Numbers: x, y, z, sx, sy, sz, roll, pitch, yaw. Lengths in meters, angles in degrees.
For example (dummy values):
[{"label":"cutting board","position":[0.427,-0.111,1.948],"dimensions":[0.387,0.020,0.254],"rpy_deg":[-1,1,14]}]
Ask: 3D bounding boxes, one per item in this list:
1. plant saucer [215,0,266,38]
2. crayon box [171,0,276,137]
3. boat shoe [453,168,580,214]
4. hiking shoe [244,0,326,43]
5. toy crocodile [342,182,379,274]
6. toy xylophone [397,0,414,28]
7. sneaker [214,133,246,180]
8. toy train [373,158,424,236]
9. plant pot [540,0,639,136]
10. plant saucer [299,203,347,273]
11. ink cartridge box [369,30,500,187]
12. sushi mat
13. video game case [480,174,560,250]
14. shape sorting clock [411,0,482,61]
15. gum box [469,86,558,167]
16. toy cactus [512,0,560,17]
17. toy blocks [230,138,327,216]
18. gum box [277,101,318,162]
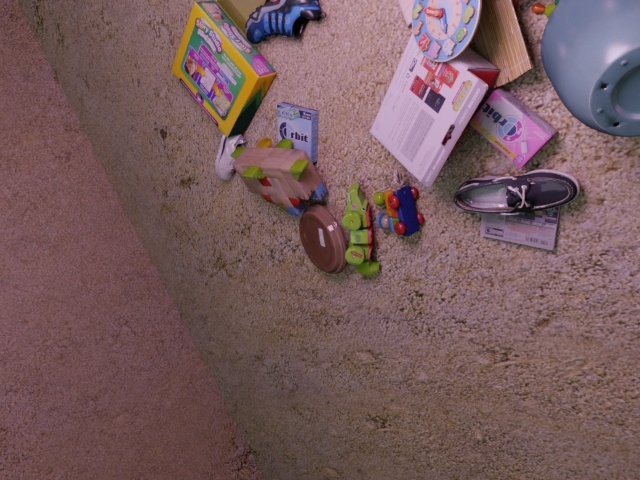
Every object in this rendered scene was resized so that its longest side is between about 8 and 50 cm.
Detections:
[{"label":"plant saucer","position":[-0.248,-0.808,1.563],"dimensions":[0.188,0.045,0.188],"rpy_deg":[52,137,6]},{"label":"crayon box","position":[-0.363,-0.620,1.731],"dimensions":[0.363,0.106,0.313],"rpy_deg":[51,135,7]},{"label":"boat shoe","position":[0.496,-0.114,1.223],"dimensions":[0.303,0.091,0.114],"rpy_deg":[-4,110,44]},{"label":"hiking shoe","position":[-0.125,-0.679,1.476],"dimensions":[0.304,0.113,0.132],"rpy_deg":[-16,101,46]},{"label":"toy crocodile","position":[0.138,-0.031,1.613],"dimensions":[0.105,0.115,0.340],"rpy_deg":[-1,116,14]},{"label":"toy xylophone","position":[0.271,-0.648,1.100],"dimensions":[0.323,0.081,0.236],"rpy_deg":[2,113,60]},{"label":"sneaker","position":[-0.359,-0.331,1.911],"dimensions":[0.095,0.090,0.235],"rpy_deg":[31,133,13]},{"label":"toy train","position":[0.223,-0.140,1.492],"dimensions":[0.143,0.105,0.247],"rpy_deg":[8,119,54]},{"label":"plant pot","position":[0.578,-0.333,0.871],"dimensions":[0.293,0.235,0.292],"rpy_deg":[9,137,8]},{"label":"plant saucer","position":[0.000,0.000,1.752],"dimensions":[0.278,0.041,0.277],"rpy_deg":[37,138,43]},{"label":"ink cartridge box","position":[0.302,-0.336,1.227],"dimensions":[0.271,0.130,0.309],"rpy_deg":[54,140,30]},{"label":"sushi mat","position":[0.399,-0.525,1.108],"dimensions":[0.316,0.019,0.151],"rpy_deg":[69,162,-7]},{"label":"video game case","position":[0.541,-0.078,1.288],"dimensions":[0.201,0.023,0.183],"rpy_deg":[15,123,37]},{"label":"shape sorting clock","position":[0.273,-0.507,1.052],"dimensions":[0.206,0.040,0.206],"rpy_deg":[43,141,48]},{"label":"gum box","position":[0.479,-0.289,1.193],"dimensions":[0.188,0.062,0.107],"rpy_deg":[46,135,13]},{"label":"toy cactus","position":[0.505,-0.523,0.981],"dimensions":[0.219,0.112,0.180],"rpy_deg":[40,150,33]},{"label":"toy blocks","position":[-0.132,-0.203,1.703],"dimensions":[0.382,0.190,0.260],"rpy_deg":[11,146,39]},{"label":"gum box","position":[-0.082,-0.378,1.662],"dimensions":[0.157,0.041,0.184],"rpy_deg":[24,127,31]}]
